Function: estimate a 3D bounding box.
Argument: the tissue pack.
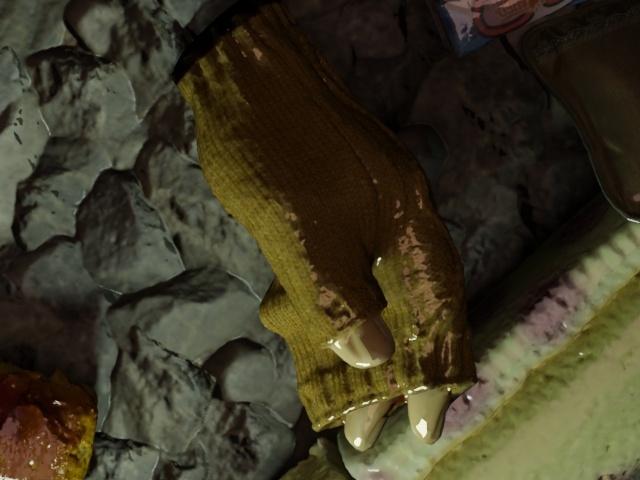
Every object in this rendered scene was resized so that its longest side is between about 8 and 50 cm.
[{"bbox_3d":[0.123,-0.234,1.103,0.116,0.065,0.155,-25,105,1],"label":"tissue pack"}]

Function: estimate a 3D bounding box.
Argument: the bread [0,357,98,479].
[{"bbox_3d":[-0.315,0.144,1.141,0.271,0.077,0.139,13,99,-7],"label":"bread"}]

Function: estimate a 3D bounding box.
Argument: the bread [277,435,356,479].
[{"bbox_3d":[0.006,0.321,1.198,0.239,0.111,0.246,41,105,-11],"label":"bread"}]

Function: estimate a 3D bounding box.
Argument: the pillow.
[{"bbox_3d":[0.243,-0.105,1.094,0.130,0.217,0.033,-18,145,-2],"label":"pillow"}]

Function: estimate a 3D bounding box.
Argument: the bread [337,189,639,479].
[{"bbox_3d":[0.195,0.108,1.150,0.338,0.155,0.187,-44,97,8],"label":"bread"}]

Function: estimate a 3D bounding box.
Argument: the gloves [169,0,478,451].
[{"bbox_3d":[0.011,-0.013,1.063,0.155,0.203,0.356,-21,89,-3],"label":"gloves"}]
